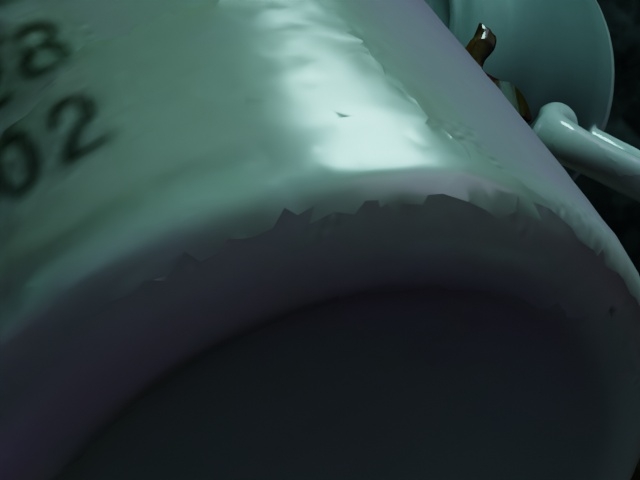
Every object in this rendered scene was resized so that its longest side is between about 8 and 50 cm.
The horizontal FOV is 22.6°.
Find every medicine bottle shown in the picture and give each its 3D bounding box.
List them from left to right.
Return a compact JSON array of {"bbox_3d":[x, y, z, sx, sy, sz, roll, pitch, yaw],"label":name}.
[{"bbox_3d":[-0.072,-0.040,0.547,0.219,0.219,0.388,33,18,-43],"label":"medicine bottle"}]

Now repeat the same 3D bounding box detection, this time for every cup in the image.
[{"bbox_3d":[0.107,-0.117,1.215,0.356,0.259,0.274,31,10,24],"label":"cup"}]

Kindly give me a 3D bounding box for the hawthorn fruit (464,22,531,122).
[{"bbox_3d":[0.026,-0.043,0.891,0.185,0.202,0.185,45,2,-2],"label":"hawthorn fruit"}]

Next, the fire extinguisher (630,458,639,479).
[{"bbox_3d":[0.166,0.103,1.036,0.376,0.113,0.200,52,27,-8],"label":"fire extinguisher"}]
